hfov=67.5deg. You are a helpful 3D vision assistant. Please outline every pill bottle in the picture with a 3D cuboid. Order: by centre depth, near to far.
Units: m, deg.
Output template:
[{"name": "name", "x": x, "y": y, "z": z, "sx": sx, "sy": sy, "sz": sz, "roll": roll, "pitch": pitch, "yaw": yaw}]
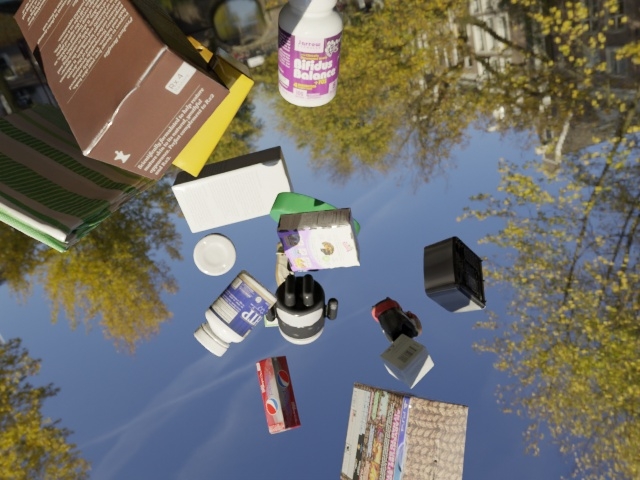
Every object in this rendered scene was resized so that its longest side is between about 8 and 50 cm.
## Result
[{"name": "pill bottle", "x": -0.201, "y": 0.172, "z": 1.122, "sx": 0.186, "sy": 0.112, "sz": 0.112, "roll": -49, "pitch": -151, "yaw": -7}, {"name": "pill bottle", "x": -0.028, "y": -0.523, "z": 1.262, "sx": 0.169, "sy": 0.301, "sz": 0.169, "roll": 2, "pitch": -130, "yaw": -2}, {"name": "pill bottle", "x": -0.313, "y": 0.036, "z": 1.433, "sx": 0.119, "sy": 0.119, "sz": 0.208, "roll": -21, "pitch": -174, "yaw": -10}]

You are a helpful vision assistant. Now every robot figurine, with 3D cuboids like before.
[{"name": "robot figurine", "x": -0.068, "y": 0.232, "z": 1.634, "sx": 0.209, "sy": 0.278, "sz": 0.173, "roll": 29, "pitch": -127, "yaw": 26}]

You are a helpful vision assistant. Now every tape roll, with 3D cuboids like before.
[{"name": "tape roll", "x": -0.019, "y": -0.067, "z": 1.695, "sx": 0.321, "sy": 0.321, "sz": 0.077, "roll": 9, "pitch": -108, "yaw": 47}]

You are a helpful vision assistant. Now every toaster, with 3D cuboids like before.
[{"name": "toaster", "x": 0.370, "y": 0.095, "z": 1.325, "sx": 0.110, "sy": 0.186, "sz": 0.168, "roll": -21, "pitch": -130, "yaw": 36}]

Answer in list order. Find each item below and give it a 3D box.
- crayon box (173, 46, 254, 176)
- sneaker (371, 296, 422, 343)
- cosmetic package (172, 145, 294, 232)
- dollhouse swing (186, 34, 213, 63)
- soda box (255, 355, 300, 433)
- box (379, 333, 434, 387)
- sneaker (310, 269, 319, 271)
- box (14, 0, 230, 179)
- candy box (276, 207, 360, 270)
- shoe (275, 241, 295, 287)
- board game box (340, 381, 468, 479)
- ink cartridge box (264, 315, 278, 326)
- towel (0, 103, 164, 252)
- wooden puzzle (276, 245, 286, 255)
[{"name": "crayon box", "x": -0.214, "y": -0.248, "z": 0.905, "sx": 0.202, "sy": 0.081, "sz": 0.318, "roll": -54, "pitch": -158, "yaw": 15}, {"name": "sneaker", "x": 0.264, "y": 0.284, "z": 1.541, "sx": 0.098, "sy": 0.276, "sz": 0.135, "roll": -36, "pitch": -129, "yaw": 14}, {"name": "cosmetic package", "x": -0.353, "y": -0.215, "z": 2.004, "sx": 0.453, "sy": 0.230, "sz": 0.161, "roll": -13, "pitch": -148, "yaw": 3}, {"name": "dollhouse swing", "x": -0.404, "y": -0.309, "z": 1.302, "sx": 0.315, "sy": 0.305, "sz": 0.347, "roll": 40, "pitch": -111, "yaw": 13}, {"name": "soda box", "x": -0.158, "y": 0.569, "z": 1.778, "sx": 0.083, "sy": 0.263, "sz": 0.092, "roll": -26, "pitch": 158, "yaw": 31}, {"name": "box", "x": 0.249, "y": 0.345, "z": 1.378, "sx": 0.101, "sy": 0.087, "sz": 0.102, "roll": -40, "pitch": -149, "yaw": -17}, {"name": "sneaker", "x": -0.099, "y": 0.102, "z": 2.206, "sx": 0.211, "sy": 0.080, "sz": 0.081, "roll": 12, "pitch": 164, "yaw": -24}, {"name": "box", "x": -0.324, "y": -0.299, "z": 0.756, "sx": 0.191, "sy": 0.143, "sz": 0.381, "roll": -45, "pitch": -119, "yaw": 15}, {"name": "candy box", "x": 0.000, "y": 0.000, "z": 1.304, "sx": 0.196, "sy": 0.164, "sz": 0.070, "roll": -5, "pitch": -135, "yaw": 12}, {"name": "shoe", "x": -0.136, "y": 0.105, "z": 1.902, "sx": 0.058, "sy": 0.219, "sz": 0.076, "roll": -10, "pitch": 164, "yaw": 24}, {"name": "board game box", "x": 0.177, "y": 0.461, "z": 1.080, "sx": 0.141, "sy": 0.232, "sz": 0.291, "roll": 14, "pitch": 166, "yaw": -17}, {"name": "ink cartridge box", "x": -0.117, "y": 0.288, "z": 1.909, "sx": 0.209, "sy": 0.062, "sz": 0.109, "roll": -5, "pitch": -167, "yaw": -4}, {"name": "towel", "x": -0.407, "y": -0.119, "z": 0.733, "sx": 0.038, "sy": 0.248, "sz": 0.325, "roll": -57, "pitch": -171, "yaw": 25}, {"name": "wooden puzzle", "x": -0.134, "y": 0.036, "z": 1.768, "sx": 0.049, "sy": 0.006, "sz": 0.083, "roll": 0, "pitch": -149, "yaw": 16}]
